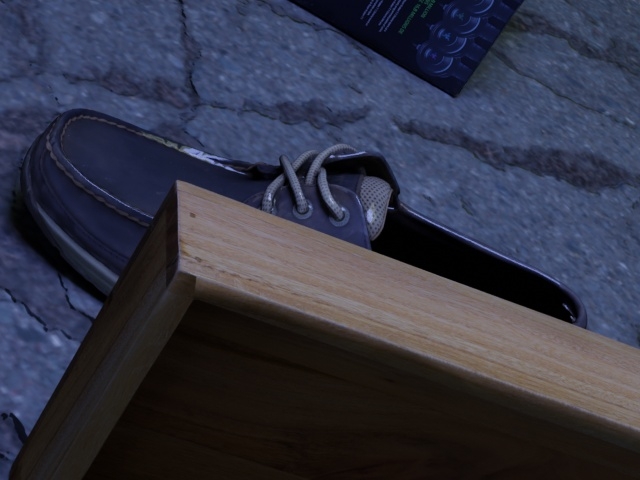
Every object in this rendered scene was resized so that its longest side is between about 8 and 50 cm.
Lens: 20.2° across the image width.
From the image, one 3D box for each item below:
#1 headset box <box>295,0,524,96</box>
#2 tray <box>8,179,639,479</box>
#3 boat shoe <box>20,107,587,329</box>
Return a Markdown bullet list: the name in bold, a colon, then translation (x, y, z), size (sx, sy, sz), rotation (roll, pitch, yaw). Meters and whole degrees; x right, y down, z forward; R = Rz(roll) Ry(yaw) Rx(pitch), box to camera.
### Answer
- **headset box**: translation (0.057, -0.277, 1.474), size (0.283, 0.131, 0.246), rotation (31, 34, -6)
- **tray**: translation (0.072, 0.128, 0.901), size (0.410, 0.203, 0.076), rotation (21, 34, -19)
- **boat shoe**: translation (0.000, 0.000, 1.070), size (0.355, 0.130, 0.132), rotation (25, 34, -14)
